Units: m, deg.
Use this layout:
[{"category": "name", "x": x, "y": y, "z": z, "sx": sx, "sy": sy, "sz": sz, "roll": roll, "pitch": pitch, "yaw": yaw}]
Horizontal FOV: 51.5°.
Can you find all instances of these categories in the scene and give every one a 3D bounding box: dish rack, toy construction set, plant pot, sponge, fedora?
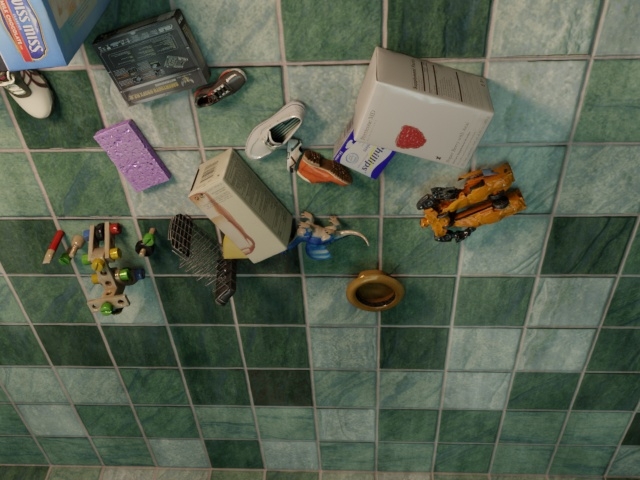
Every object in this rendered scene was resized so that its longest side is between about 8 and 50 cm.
[{"category": "dish rack", "x": -0.357, "y": 0.048, "z": 1.987, "sx": 0.074, "sy": 0.208, "sz": 0.271, "roll": -39, "pitch": 120, "yaw": 18}, {"category": "toy construction set", "x": -0.684, "y": 0.094, "z": 2.020, "sx": 0.309, "sy": 0.237, "sz": 0.257, "roll": 12, "pitch": 132, "yaw": -7}, {"category": "plant pot", "x": -0.254, "y": -0.001, "z": 2.016, "sx": 0.081, "sy": 0.081, "sz": 0.083, "roll": -2, "pitch": 121, "yaw": 6}, {"category": "sponge", "x": -0.521, "y": -0.233, "z": 1.851, "sx": 0.117, "sy": 0.031, "sz": 0.210, "roll": -16, "pitch": 129, "yaw": 18}, {"category": "fedora", "x": 0.174, "y": 0.149, "z": 2.122, "sx": 0.194, "sy": 0.079, "sz": 0.194, "roll": -2, "pitch": 136, "yaw": -2}]

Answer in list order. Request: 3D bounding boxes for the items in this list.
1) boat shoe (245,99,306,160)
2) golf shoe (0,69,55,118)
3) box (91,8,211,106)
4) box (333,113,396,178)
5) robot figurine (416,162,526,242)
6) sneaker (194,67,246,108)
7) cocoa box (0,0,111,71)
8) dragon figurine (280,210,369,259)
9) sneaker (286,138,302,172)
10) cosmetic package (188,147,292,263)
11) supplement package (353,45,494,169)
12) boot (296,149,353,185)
[{"category": "boat shoe", "x": -0.127, "y": -0.280, "z": 1.753, "sx": 0.083, "sy": 0.076, "sz": 0.226, "roll": 31, "pitch": 127, "yaw": -22}, {"category": "golf shoe", "x": -0.769, "y": -0.404, "z": 1.654, "sx": 0.105, "sy": 0.120, "sz": 0.273, "roll": -11, "pitch": 132, "yaw": 11}, {"category": "box", "x": -0.413, "y": -0.445, "z": 1.634, "sx": 0.231, "sy": 0.056, "sz": 0.183, "roll": -13, "pitch": 131, "yaw": 15}, {"category": "box", "x": 0.122, "y": -0.251, "z": 1.767, "sx": 0.137, "sy": 0.072, "sz": 0.126, "roll": 22, "pitch": 130, "yaw": -17}, {"category": "robot figurine", "x": 0.417, "y": -0.102, "z": 1.875, "sx": 0.291, "sy": 0.085, "sz": 0.211, "roll": -20, "pitch": 128, "yaw": 19}, {"category": "sneaker", "x": -0.254, "y": -0.376, "z": 1.681, "sx": 0.158, "sy": 0.065, "sz": 0.061, "roll": -25, "pitch": 126, "yaw": 24}, {"category": "cocoa box", "x": -0.611, "y": -0.531, "z": 1.372, "sx": 0.228, "sy": 0.347, "sz": 0.231, "roll": -2, "pitch": 132, "yaw": 5}, {"category": "dragon figurine", "x": 0.000, "y": 0.000, "z": 1.991, "sx": 0.289, "sy": 0.085, "sz": 0.144, "roll": 9, "pitch": 134, "yaw": 2}, {"category": "sneaker", "x": -0.071, "y": -0.230, "z": 1.820, "sx": 0.044, "sy": 0.040, "sz": 0.109, "roll": 3, "pitch": 133, "yaw": -2}, {"category": "cosmetic package", "x": -0.220, "y": -0.094, "z": 1.880, "sx": 0.129, "sy": 0.153, "sz": 0.296, "roll": -24, "pitch": 125, "yaw": 25}, {"category": "supplement package", "x": 0.245, "y": -0.322, "z": 1.624, "sx": 0.293, "sy": 0.175, "sz": 0.177, "roll": 13, "pitch": 133, "yaw": -8}, {"category": "boot", "x": 0.011, "y": -0.184, "z": 1.849, "sx": 0.158, "sy": 0.059, "sz": 0.084, "roll": 26, "pitch": 132, "yaw": -8}]
